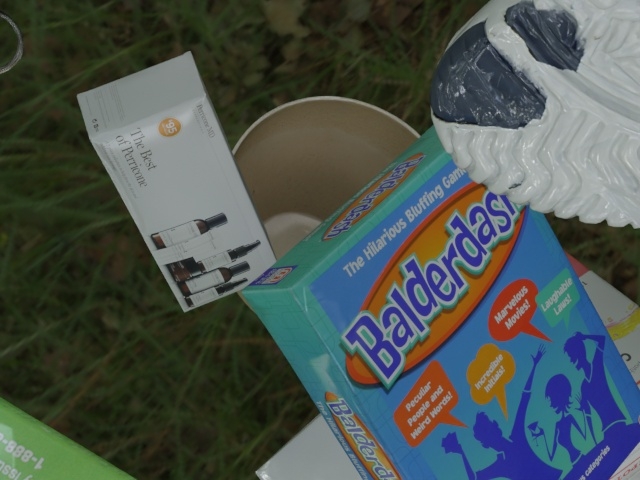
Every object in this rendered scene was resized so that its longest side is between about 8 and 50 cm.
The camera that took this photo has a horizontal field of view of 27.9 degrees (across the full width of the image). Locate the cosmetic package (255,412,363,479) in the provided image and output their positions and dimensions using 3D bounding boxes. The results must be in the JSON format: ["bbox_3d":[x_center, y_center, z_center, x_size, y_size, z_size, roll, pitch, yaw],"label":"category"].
[{"bbox_3d":[0.104,0.223,1.074,0.138,0.224,0.225,-43,73,26],"label":"cosmetic package"}]

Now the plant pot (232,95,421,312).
[{"bbox_3d":[0.000,0.000,1.510,0.284,0.284,0.191,42,154,0],"label":"plant pot"}]

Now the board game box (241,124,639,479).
[{"bbox_3d":[0.076,0.063,0.677,0.047,0.160,0.210,-6,120,55],"label":"board game box"}]

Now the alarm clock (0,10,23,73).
[{"bbox_3d":[-0.190,-0.184,0.706,0.129,0.064,0.192,-2,114,-5],"label":"alarm clock"}]

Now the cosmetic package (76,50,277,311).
[{"bbox_3d":[-0.111,-0.041,1.077,0.099,0.060,0.239,-23,141,-2],"label":"cosmetic package"}]

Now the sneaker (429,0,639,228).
[{"bbox_3d":[0.142,-0.095,0.395,0.235,0.153,0.094,-27,116,13],"label":"sneaker"}]

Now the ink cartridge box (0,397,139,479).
[{"bbox_3d":[-0.116,0.207,0.409,0.198,0.273,0.115,25,161,24],"label":"ink cartridge box"}]

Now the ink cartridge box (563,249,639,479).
[{"bbox_3d":[0.191,0.101,0.896,0.198,0.115,0.067,41,156,39],"label":"ink cartridge box"}]
